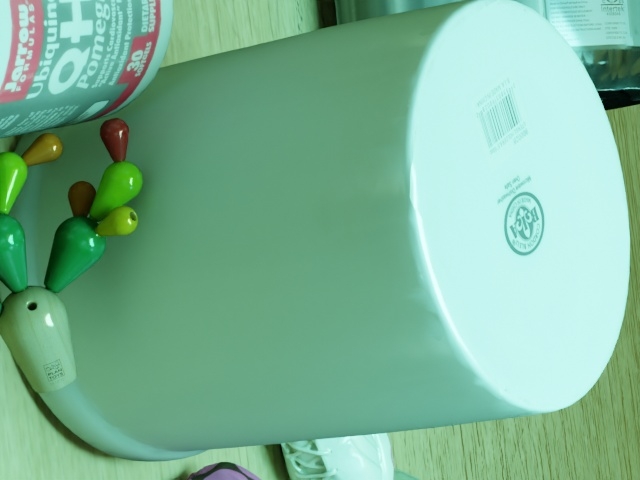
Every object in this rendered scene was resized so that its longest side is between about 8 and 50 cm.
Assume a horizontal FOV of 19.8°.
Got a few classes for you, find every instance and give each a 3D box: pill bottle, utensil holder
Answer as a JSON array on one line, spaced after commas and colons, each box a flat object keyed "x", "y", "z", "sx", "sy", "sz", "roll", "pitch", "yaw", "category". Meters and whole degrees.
[{"x": -0.251, "y": -0.153, "z": 1.246, "sx": 0.318, "sy": 0.176, "sz": 0.176, "roll": -20, "pitch": 102, "yaw": -62, "category": "pill bottle"}, {"x": 0.000, "y": 0.000, "z": 1.417, "sx": 0.327, "sy": 0.385, "sz": 0.327, "roll": 14, "pitch": 73, "yaw": -51, "category": "utensil holder"}]

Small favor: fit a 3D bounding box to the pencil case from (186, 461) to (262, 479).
[{"x": -0.116, "y": 0.250, "z": 1.518, "sx": 0.095, "sy": 0.098, "sz": 0.209, "roll": -62, "pitch": 164, "yaw": 22, "category": "pencil case"}]

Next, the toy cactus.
[{"x": -0.209, "y": 0.020, "z": 1.285, "sx": 0.219, "sy": 0.112, "sz": 0.180, "roll": -28, "pitch": 110, "yaw": -27, "category": "toy cactus"}]

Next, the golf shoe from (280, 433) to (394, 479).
[{"x": -0.020, "y": 0.153, "z": 1.718, "sx": 0.140, "sy": 0.115, "sz": 0.306, "roll": -9, "pitch": 85, "yaw": -52, "category": "golf shoe"}]

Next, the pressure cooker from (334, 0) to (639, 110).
[{"x": 0.192, "y": -0.338, "z": 1.930, "sx": 0.370, "sy": 0.375, "sz": 0.420, "roll": -5, "pitch": 89, "yaw": -60, "category": "pressure cooker"}]

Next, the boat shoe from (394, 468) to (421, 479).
[{"x": 0.054, "y": 0.301, "z": 1.865, "sx": 0.079, "sy": 0.084, "sz": 0.233, "roll": -65, "pitch": 172, "yaw": 25, "category": "boat shoe"}]
